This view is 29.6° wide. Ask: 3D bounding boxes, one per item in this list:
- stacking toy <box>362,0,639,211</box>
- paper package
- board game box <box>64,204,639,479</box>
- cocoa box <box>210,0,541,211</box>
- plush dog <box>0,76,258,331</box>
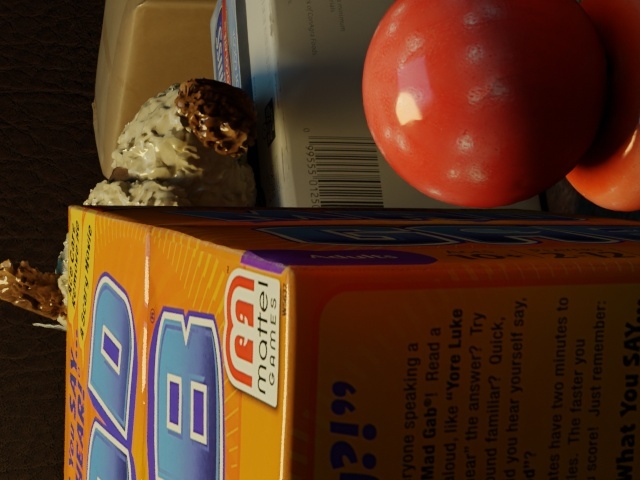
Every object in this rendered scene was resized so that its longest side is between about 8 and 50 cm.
[{"bbox_3d":[0.178,-0.051,0.472,0.141,0.330,0.141,180,90,-73],"label":"stacking toy"},{"bbox_3d":[-0.109,-0.228,1.485,0.325,0.309,0.168,110,152,-50],"label":"paper package"},{"bbox_3d":[0.062,0.166,0.725,0.356,0.356,0.356,13,102,63],"label":"board game box"},{"bbox_3d":[0.037,-0.112,1.123,0.228,0.231,0.347,128,139,-63],"label":"cocoa box"},{"bbox_3d":[-0.128,-0.023,0.992,0.262,0.211,0.225,148,142,-71],"label":"plush dog"}]
